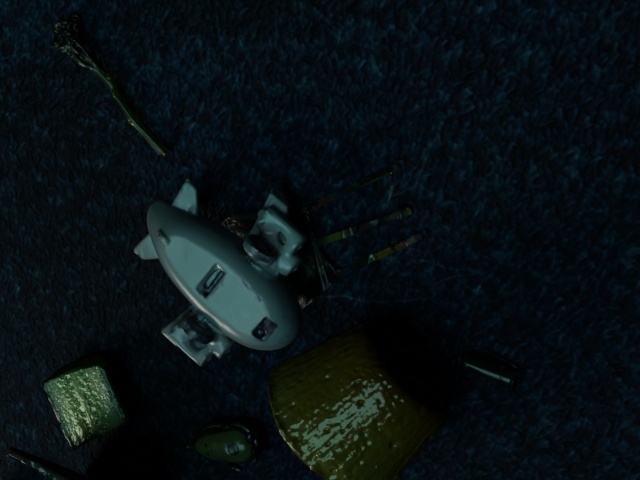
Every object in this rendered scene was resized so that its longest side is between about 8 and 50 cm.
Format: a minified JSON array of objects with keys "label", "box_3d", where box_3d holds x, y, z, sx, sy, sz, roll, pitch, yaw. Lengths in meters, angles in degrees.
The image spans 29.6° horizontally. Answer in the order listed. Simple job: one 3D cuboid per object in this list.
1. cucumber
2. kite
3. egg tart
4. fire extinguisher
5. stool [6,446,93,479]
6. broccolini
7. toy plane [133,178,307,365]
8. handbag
[{"label":"cucumber","box_3d":[-0.316,0.222,1.700,0.116,0.062,0.115,-20,101,26]},{"label":"kite","box_3d":[0.000,0.000,1.462,0.285,0.015,0.152,-25,97,34]},{"label":"egg tart","box_3d":[0.054,0.183,1.417,0.147,0.202,0.202,-44,86,21]},{"label":"fire extinguisher","box_3d":[0.192,0.146,1.412,0.083,0.025,0.038,18,80,22]},{"label":"stool","box_3d":[-0.362,0.444,1.643,0.170,0.269,0.243,23,77,18]},{"label":"broccolini","box_3d":[-0.259,-0.195,1.523,0.218,0.042,0.044,47,123,-3]},{"label":"toy plane","box_3d":[-0.119,0.037,1.480,0.245,0.117,0.244,3,99,18]},{"label":"handbag","box_3d":[-0.125,0.273,1.623,0.111,0.047,0.072,-6,106,28]}]
